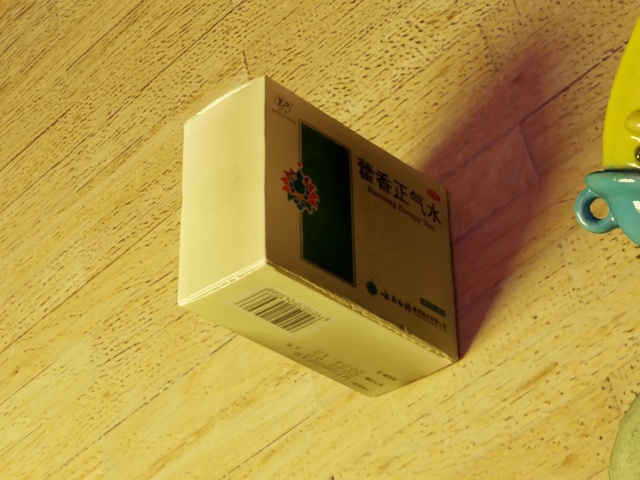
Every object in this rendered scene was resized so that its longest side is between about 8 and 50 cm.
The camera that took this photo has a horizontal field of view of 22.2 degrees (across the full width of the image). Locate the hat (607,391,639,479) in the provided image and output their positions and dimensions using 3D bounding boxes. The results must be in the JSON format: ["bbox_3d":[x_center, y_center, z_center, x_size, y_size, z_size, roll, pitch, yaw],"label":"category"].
[{"bbox_3d":[0.242,0.140,0.943,0.257,0.130,0.257,-25,51,35],"label":"hat"}]

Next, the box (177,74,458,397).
[{"bbox_3d":[0.000,0.000,1.227,0.095,0.212,0.168,-29,49,34],"label":"box"}]

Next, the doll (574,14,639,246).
[{"bbox_3d":[0.288,-0.145,1.059,0.199,0.145,0.363,47,108,26],"label":"doll"}]
